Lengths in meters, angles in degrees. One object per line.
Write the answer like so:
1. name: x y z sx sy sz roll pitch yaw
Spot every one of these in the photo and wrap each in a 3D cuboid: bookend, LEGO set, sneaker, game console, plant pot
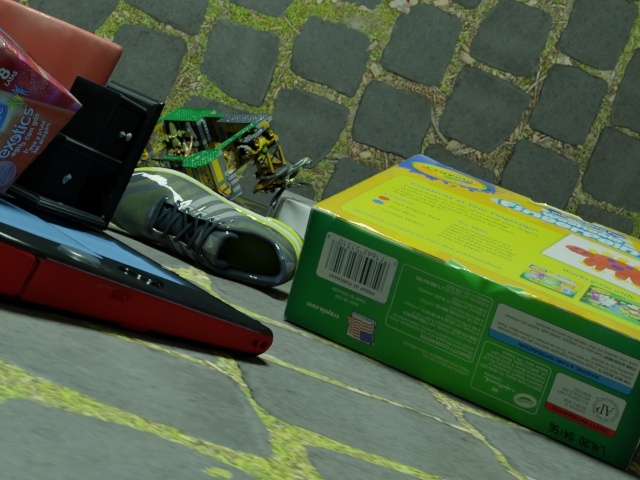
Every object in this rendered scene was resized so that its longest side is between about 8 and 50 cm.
1. bookend: -0.253 -0.104 1.292 0.072 0.157 0.156 25 -1 18
2. LEGO set: -0.194 -0.089 2.045 0.331 0.192 0.255 1 31 35
3. sneaker: -0.159 -0.017 1.683 0.300 0.111 0.121 19 8 -4
4. game console: -0.270 -0.003 1.185 0.342 0.060 0.386 18 6 -42
5. plant pot: -0.442 -0.207 1.726 0.275 0.243 0.275 21 4 -2

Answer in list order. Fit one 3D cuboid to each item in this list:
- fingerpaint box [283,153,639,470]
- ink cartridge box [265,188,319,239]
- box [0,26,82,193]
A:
1. fingerpaint box: 0.237 0.068 1.556 0.445 0.163 0.371 23 22 18
2. ink cartridge box: 0.000 0.000 2.203 0.201 0.117 0.278 21 5 -6
3. box: -0.372 -0.178 1.217 0.257 0.122 0.128 41 0 33
